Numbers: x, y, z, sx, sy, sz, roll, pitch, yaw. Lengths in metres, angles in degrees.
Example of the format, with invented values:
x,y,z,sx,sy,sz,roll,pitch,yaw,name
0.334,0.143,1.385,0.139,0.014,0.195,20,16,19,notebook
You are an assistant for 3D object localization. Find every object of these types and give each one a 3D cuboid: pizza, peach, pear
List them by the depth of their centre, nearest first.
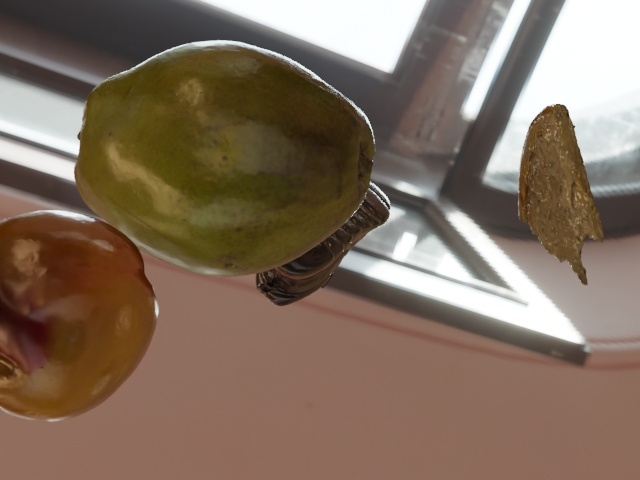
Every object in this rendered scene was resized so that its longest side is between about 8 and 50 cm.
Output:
x,y,z,sx,sy,sz,roll,pitch,yaw,name
-0.174,0.047,0.800,0.138,0.138,0.138,-47,-146,46,peach
-0.086,-0.071,1.064,0.212,0.269,0.212,7,90,-78,pear
0.327,-0.054,1.687,0.181,0.034,0.262,113,-30,-53,pizza

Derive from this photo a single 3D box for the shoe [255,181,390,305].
x,y,z,sx,sy,sz,roll,pitch,yaw,name
0.000,0.000,1.677,0.291,0.114,0.137,-44,168,-51,shoe
